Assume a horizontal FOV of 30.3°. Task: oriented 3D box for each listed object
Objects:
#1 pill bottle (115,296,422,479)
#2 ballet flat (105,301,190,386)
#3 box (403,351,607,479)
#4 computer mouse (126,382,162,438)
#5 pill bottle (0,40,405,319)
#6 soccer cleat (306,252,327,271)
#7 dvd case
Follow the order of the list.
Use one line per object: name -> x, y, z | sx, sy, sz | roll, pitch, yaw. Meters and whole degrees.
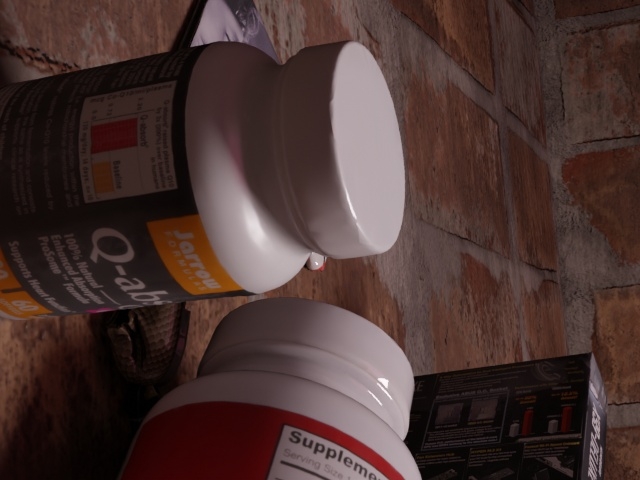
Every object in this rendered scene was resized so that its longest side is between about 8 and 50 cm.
pill bottle -> -0.053, 0.244, 0.833 | 0.407, 0.229, 0.229 | -72, 148, -43
ballet flat -> -0.134, -0.003, 0.964 | 0.058, 0.084, 0.249 | 19, 63, -28
box -> 0.146, 0.241, 1.276 | 0.242, 0.308, 0.076 | -67, 140, -54
computer mouse -> -0.103, 0.207, 1.006 | 0.071, 0.041, 0.242 | -72, 147, -47
pill bottle -> -0.097, -0.040, 0.764 | 0.162, 0.279, 0.162 | -7, 90, -69
soccer cleat -> 0.000, 0.000, 1.362 | 0.083, 0.029, 0.035 | -69, 150, -43
dvd case -> -0.090, -0.166, 1.194 | 0.221, 0.018, 0.164 | -76, 151, -44
